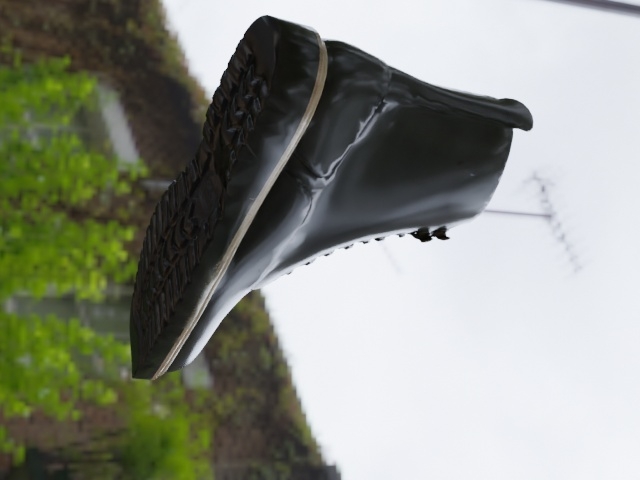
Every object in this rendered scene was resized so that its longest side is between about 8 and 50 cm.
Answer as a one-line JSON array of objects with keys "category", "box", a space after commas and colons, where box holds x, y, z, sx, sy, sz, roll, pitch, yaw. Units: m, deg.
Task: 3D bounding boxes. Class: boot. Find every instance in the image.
[{"category": "boot", "box": [0.000, 0.000, 0.717, 0.198, 0.137, 0.077, -57, -148, 36]}]
